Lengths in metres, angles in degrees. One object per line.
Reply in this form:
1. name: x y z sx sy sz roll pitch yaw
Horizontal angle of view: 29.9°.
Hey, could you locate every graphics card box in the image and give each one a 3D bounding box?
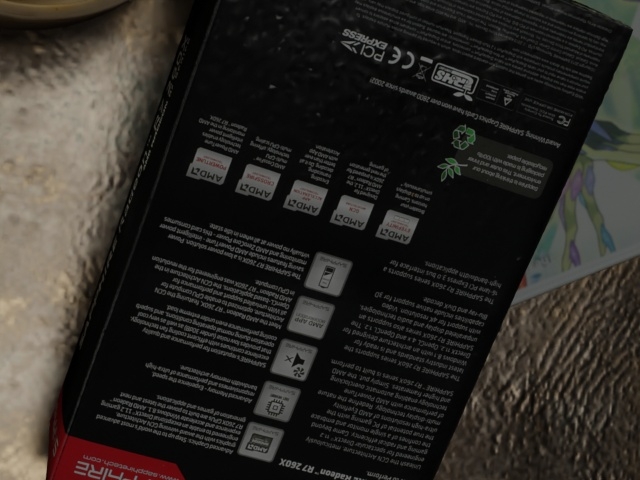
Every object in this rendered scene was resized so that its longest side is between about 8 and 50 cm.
1. graphics card box: 0.000 0.000 0.714 0.232 0.094 0.371 16 107 -15

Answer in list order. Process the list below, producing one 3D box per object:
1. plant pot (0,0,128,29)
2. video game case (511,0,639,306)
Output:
1. plant pot: -0.195 -0.232 0.698 0.237 0.109 0.237 5 81 -35
2. video game case: 0.127 -0.111 0.765 0.329 0.036 0.300 -22 109 1
